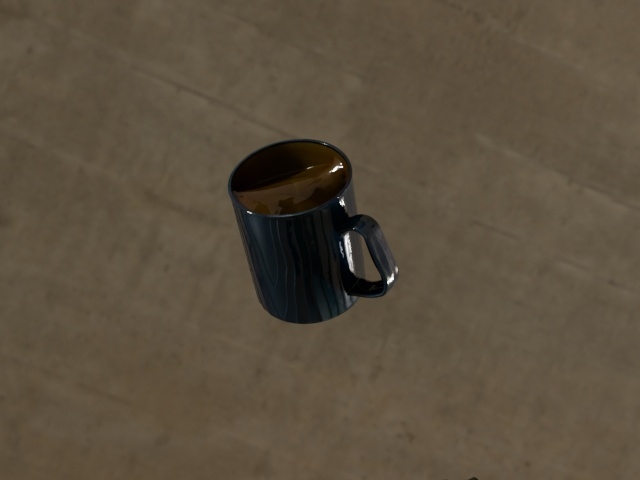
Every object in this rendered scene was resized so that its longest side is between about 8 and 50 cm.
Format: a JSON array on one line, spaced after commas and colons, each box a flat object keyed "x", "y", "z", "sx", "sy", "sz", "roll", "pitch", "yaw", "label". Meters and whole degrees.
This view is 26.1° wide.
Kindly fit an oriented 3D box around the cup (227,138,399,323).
[{"x": -0.010, "y": 0.003, "z": 1.275, "sx": 0.150, "sy": 0.113, "sz": 0.138, "roll": 49, "pitch": -22, "yaw": 47, "label": "cup"}]

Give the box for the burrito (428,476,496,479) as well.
[{"x": 0.068, "y": 0.354, "z": 1.204, "sx": 0.190, "sy": 0.135, "sz": 0.332, "roll": -5, "pitch": 25, "yaw": 17, "label": "burrito"}]
